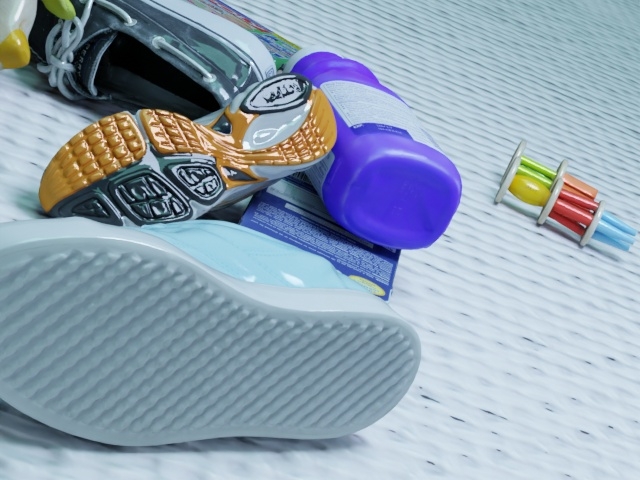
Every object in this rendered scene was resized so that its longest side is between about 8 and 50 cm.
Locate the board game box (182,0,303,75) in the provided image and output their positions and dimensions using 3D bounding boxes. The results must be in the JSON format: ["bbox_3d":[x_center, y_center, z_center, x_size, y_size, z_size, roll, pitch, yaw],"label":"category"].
[{"bbox_3d":[-0.151,-0.235,1.802,0.317,0.046,0.213,31,12,13],"label":"board game box"}]

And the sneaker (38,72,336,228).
[{"bbox_3d":[-0.113,-0.050,1.414,0.262,0.121,0.099,-17,79,-34],"label":"sneaker"}]

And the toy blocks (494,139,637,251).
[{"bbox_3d":[0.263,-0.042,1.859,0.148,0.054,0.123,27,21,2],"label":"toy blocks"}]

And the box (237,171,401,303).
[{"bbox_3d":[0.000,0.000,1.476,0.136,0.036,0.225,25,18,-1],"label":"box"}]

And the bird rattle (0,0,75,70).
[{"bbox_3d":[-0.321,-0.211,1.432,0.253,0.143,0.207,-6,57,-5],"label":"bird rattle"}]

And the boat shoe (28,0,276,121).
[{"bbox_3d":[-0.195,-0.171,1.562,0.306,0.113,0.105,28,39,13],"label":"boat shoe"}]

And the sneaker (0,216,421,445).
[{"bbox_3d":[-0.107,0.046,1.143,0.366,0.135,0.150,18,13,-44],"label":"sneaker"}]

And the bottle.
[{"bbox_3d":[0.030,-0.092,1.557,0.118,0.092,0.283,17,21,-25],"label":"bottle"}]
